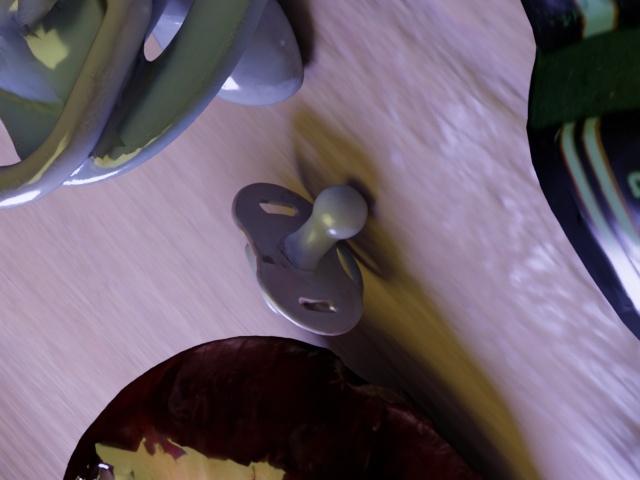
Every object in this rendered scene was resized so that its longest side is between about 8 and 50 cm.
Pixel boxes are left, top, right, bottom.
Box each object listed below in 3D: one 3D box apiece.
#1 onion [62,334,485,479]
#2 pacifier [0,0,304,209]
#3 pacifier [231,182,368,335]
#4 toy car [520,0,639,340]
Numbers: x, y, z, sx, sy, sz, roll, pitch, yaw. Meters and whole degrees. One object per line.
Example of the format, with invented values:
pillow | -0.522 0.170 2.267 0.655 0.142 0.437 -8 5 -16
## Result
onion | -0.008 0.163 1.180 0.272 0.195 0.272 10 126 14
pacifier | -0.096 -0.114 0.958 0.207 0.227 0.279 18 -170 -45
pacifier | 0.000 0.000 1.049 0.078 0.081 0.099 -49 51 35
toy car | 0.128 -0.046 0.611 0.306 0.125 0.136 57 159 -11
